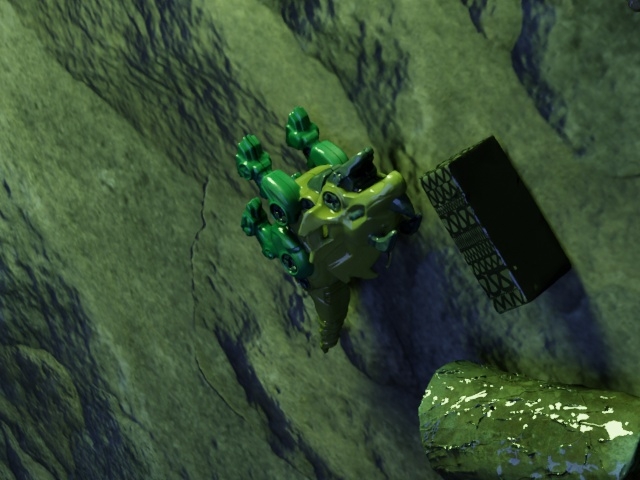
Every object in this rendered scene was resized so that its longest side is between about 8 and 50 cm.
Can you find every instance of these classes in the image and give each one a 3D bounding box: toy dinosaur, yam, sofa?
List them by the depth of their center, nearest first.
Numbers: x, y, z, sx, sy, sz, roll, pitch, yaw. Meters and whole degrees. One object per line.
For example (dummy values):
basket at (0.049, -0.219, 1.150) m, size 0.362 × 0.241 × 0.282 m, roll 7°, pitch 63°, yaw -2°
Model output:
sofa at (0.128, -0.012, 0.786) m, size 0.118 × 0.060 × 0.039 m, roll 59°, pitch 146°, yaw -2°
yam at (0.172, 0.154, 0.817) m, size 0.183 × 0.107 × 0.107 m, roll 3°, pitch 115°, yaw 43°
toy dinosaur at (0.000, 0.000, 0.908) m, size 0.153 × 0.094 × 0.259 m, roll 44°, pitch 146°, yaw 22°

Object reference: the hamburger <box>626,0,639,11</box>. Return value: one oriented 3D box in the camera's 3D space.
hamburger at (0.172, -0.223, 0.592) m, size 0.102 × 0.087 × 0.176 m, roll 35°, pitch 137°, yaw 23°
